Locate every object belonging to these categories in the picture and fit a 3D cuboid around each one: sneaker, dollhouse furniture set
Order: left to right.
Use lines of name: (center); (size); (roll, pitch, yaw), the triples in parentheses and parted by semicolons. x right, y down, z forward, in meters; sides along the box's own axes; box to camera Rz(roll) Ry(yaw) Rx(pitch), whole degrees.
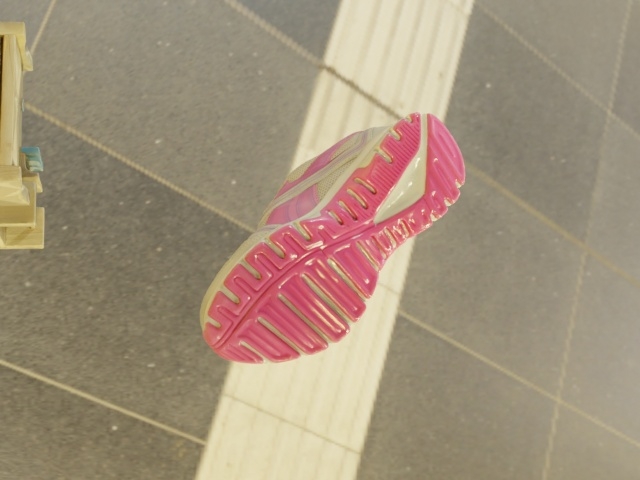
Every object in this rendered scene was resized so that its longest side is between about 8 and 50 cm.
dollhouse furniture set: (-0.299, -0.078, 0.819); (0.128, 0.184, 0.129); (0, 74, -10)
sneaker: (0.000, 0.000, 0.799); (0.252, 0.111, 0.103); (-42, 111, -20)
